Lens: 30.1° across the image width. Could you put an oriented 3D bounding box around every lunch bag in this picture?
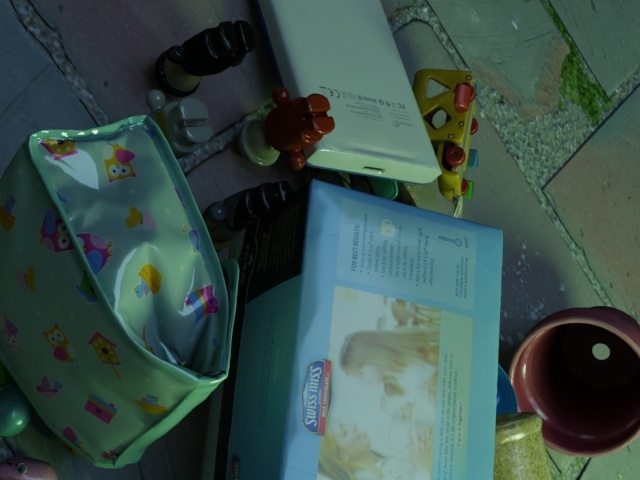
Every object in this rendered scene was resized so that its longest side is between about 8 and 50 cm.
[{"bbox_3d":[-0.191,0.056,1.054,0.160,0.223,0.262,-19,74,-44],"label":"lunch bag"}]

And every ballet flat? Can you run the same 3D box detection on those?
[{"bbox_3d":[0.111,-0.044,1.587,0.067,0.073,0.206,2,72,-52],"label":"ballet flat"}]

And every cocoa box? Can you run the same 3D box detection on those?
[{"bbox_3d":[0.029,0.150,1.207,0.231,0.228,0.347,14,68,-22],"label":"cocoa box"}]

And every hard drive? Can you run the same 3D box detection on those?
[{"bbox_3d":[0.028,-0.227,1.561,0.210,0.040,0.318,7,55,-38],"label":"hard drive"}]

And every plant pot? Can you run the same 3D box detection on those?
[{"bbox_3d":[0.380,0.177,1.663,0.201,0.201,0.180,62,28,-2],"label":"plant pot"}]

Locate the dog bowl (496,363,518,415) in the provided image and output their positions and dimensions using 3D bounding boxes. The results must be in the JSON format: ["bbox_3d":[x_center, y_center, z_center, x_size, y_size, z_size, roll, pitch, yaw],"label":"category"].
[{"bbox_3d":[0.128,0.246,1.431,0.166,0.074,0.297,33,47,0],"label":"dog bowl"}]

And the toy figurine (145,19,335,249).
[{"bbox_3d":[-0.113,-0.120,1.361,0.213,0.148,0.209,40,53,-26],"label":"toy figurine"}]

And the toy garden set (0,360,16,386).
[{"bbox_3d":[-0.236,0.048,1.231,0.244,0.049,0.203,3,71,-42],"label":"toy garden set"}]

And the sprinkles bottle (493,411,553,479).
[{"bbox_3d":[0.224,0.371,1.293,0.121,0.121,0.355,-9,83,-45],"label":"sprinkles bottle"}]

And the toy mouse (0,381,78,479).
[{"bbox_3d":[-0.271,0.189,1.110,0.143,0.031,0.161,-3,96,-41],"label":"toy mouse"}]

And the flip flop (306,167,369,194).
[{"bbox_3d":[0.000,0.000,1.462,0.112,0.080,0.277,33,36,-23],"label":"flip flop"}]

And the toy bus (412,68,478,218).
[{"bbox_3d":[0.158,-0.138,1.646,0.202,0.104,0.190,-51,145,-66],"label":"toy bus"}]
